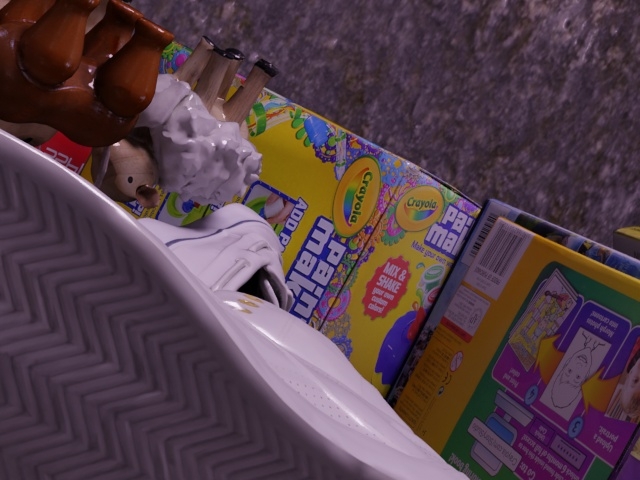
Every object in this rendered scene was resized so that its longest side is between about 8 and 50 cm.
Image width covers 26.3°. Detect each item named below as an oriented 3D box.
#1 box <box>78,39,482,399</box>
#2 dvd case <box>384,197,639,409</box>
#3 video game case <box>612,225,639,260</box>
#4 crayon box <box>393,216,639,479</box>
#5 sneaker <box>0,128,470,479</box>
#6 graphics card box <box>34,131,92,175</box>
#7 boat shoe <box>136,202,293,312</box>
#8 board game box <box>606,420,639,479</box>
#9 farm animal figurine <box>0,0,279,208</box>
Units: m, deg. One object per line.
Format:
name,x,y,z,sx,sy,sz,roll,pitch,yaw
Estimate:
box,0.000,0.000,1.122,0.279,0.177,0.290,30,2,36
dvd case,0.128,0.076,0.899,0.022,0.180,0.253,25,3,-21
video game case,0.339,0.137,1.288,0.035,0.275,0.248,-5,8,-9
crayon box,0.134,0.099,0.696,0.081,0.165,0.278,27,3,-19
sneaker,-0.063,0.048,0.408,0.292,0.108,0.169,38,-3,-23
graphics card box,-0.335,-0.140,1.298,0.371,0.094,0.233,32,5,42
boat shoe,-0.062,0.038,0.835,0.084,0.095,0.258,33,14,11
board game box,0.266,0.156,0.486,0.347,0.208,0.056,29,-1,12
farm animal figurine,-0.223,-0.107,0.756,0.330,0.172,0.327,33,10,17
